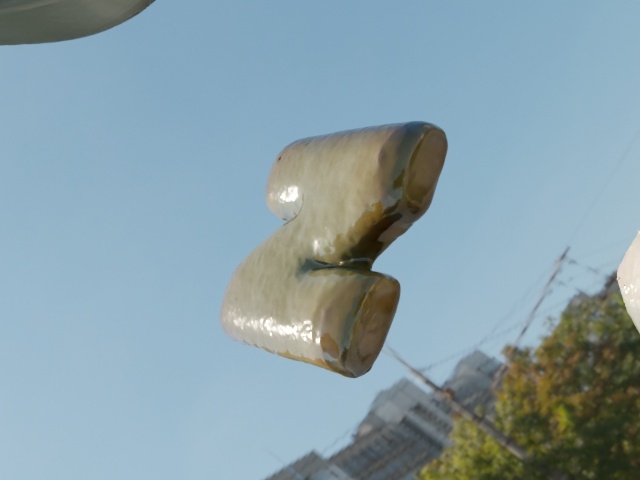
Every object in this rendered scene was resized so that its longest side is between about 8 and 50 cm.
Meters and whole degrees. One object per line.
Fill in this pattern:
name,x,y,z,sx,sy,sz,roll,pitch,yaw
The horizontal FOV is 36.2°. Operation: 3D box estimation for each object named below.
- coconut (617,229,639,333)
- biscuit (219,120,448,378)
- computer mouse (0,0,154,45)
coconut,0.287,0.029,0.632,0.194,0.194,0.194,-42,-27,-27
biscuit,0.000,0.000,0.939,0.062,0.290,0.237,24,-98,-26
computer mouse,-0.193,-0.176,0.574,0.079,0.230,0.128,72,-165,-81
